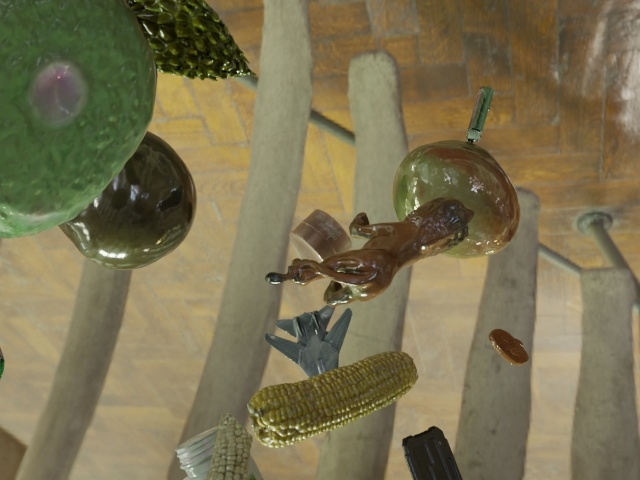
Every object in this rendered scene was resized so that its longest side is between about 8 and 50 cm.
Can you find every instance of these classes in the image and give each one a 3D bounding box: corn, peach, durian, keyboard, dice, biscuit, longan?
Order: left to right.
[{"bbox_3d":[-0.435,-0.214,0.947,0.331,0.318,0.322,20,153,30],"label":"dice"},{"bbox_3d":[-0.478,-0.104,1.768,0.361,0.360,0.360,7,139,6],"label":"longan"},{"bbox_3d":[-0.290,-0.419,1.377,0.394,0.198,0.163,32,116,25],"label":"durian"},{"bbox_3d":[-0.170,0.434,1.400,0.087,0.210,0.087,11,155,5],"label":"corn"},{"bbox_3d":[0.025,0.244,1.178,0.292,0.101,0.101,-17,145,-22],"label":"corn"},{"bbox_3d":[0.199,0.418,1.134,0.106,0.262,0.016,-7,160,-43],"label":"keyboard"},{"bbox_3d":[0.296,-0.091,1.609,0.292,0.292,0.247,26,94,-16],"label":"peach"},{"bbox_3d":[0.382,0.216,1.507,0.078,0.091,0.015,-7,139,-43],"label":"biscuit"}]

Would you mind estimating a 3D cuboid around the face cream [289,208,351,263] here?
[{"bbox_3d":[0.000,0.000,2.072,0.149,0.104,0.149,42,164,15],"label":"face cream"}]

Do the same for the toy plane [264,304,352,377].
[{"bbox_3d":[0.003,0.292,1.744,0.212,0.088,0.267,-18,101,0],"label":"toy plane"}]

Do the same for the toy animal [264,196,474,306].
[{"bbox_3d":[0.091,0.014,1.026,0.158,0.312,0.097,-9,108,47],"label":"toy animal"}]

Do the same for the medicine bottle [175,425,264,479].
[{"bbox_3d":[-0.194,0.567,1.593,0.124,0.179,0.324,-27,88,42],"label":"medicine bottle"}]

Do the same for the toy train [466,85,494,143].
[{"bbox_3d":[0.379,-0.295,1.775,0.038,0.147,0.071,15,154,12],"label":"toy train"}]

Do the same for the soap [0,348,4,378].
[{"bbox_3d":[-0.818,0.291,1.532,0.274,0.098,0.217,17,100,-37],"label":"soap"}]
